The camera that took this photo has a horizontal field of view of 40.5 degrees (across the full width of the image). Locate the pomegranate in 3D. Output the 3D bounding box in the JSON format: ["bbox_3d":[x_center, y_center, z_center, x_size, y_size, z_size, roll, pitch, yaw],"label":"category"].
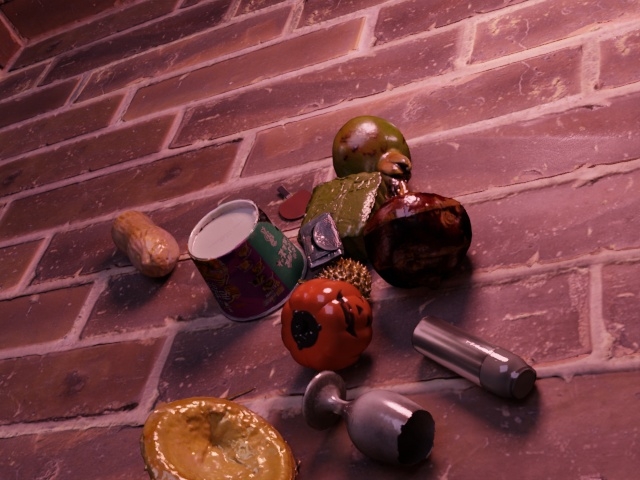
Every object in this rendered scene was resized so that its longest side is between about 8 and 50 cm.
[{"bbox_3d":[0.114,-0.203,2.092,0.189,0.159,0.241,-24,41,15],"label":"pomegranate"}]

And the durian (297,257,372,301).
[{"bbox_3d":[0.022,0.092,1.880,0.208,0.102,0.146,9,60,47],"label":"durian"}]

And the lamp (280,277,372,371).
[{"bbox_3d":[0.018,0.168,1.737,0.187,0.163,0.188,2,93,42],"label":"lamp"}]

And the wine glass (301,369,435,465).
[{"bbox_3d":[0.084,0.319,1.558,0.241,0.126,0.126,11,55,47],"label":"wine glass"}]

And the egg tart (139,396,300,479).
[{"bbox_3d":[-0.195,0.414,1.588,0.120,0.314,0.315,-67,29,23],"label":"egg tart"}]

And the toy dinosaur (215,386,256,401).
[{"bbox_3d":[-0.223,0.343,1.829,0.162,0.039,0.126,-43,36,-15],"label":"toy dinosaur"}]

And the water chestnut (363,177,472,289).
[{"bbox_3d":[0.195,-0.021,1.773,0.223,0.223,0.238,-18,72,20],"label":"water chestnut"}]

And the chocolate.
[{"bbox_3d":[-0.464,0.009,2.310,0.134,0.134,0.309,-41,33,-11],"label":"chocolate"}]

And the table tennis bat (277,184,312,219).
[{"bbox_3d":[-0.072,-0.102,2.235,0.095,0.014,0.158,-39,39,-4],"label":"table tennis bat"}]

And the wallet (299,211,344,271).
[{"bbox_3d":[0.000,0.000,1.890,0.088,0.026,0.129,-29,47,13],"label":"wallet"}]

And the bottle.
[{"bbox_3d":[0.278,0.210,1.580,0.096,0.080,0.253,-9,20,-36],"label":"bottle"}]

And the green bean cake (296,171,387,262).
[{"bbox_3d":[0.059,-0.050,1.997,0.200,0.113,0.214,-8,45,32],"label":"green bean cake"}]

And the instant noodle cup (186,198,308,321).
[{"bbox_3d":[-0.180,0.033,2.014,0.251,0.190,0.251,-20,38,17],"label":"instant noodle cup"}]
